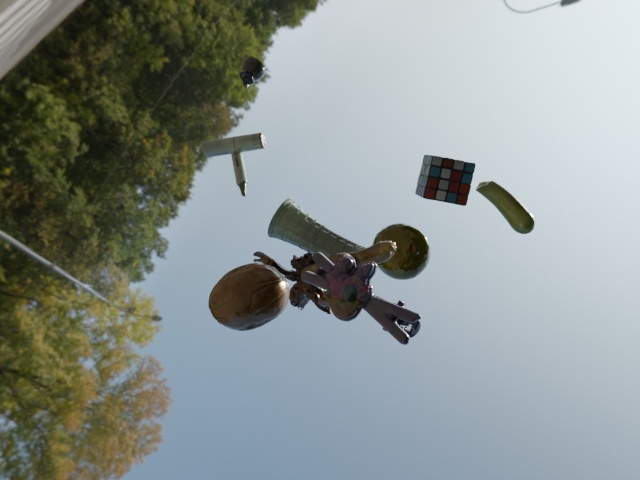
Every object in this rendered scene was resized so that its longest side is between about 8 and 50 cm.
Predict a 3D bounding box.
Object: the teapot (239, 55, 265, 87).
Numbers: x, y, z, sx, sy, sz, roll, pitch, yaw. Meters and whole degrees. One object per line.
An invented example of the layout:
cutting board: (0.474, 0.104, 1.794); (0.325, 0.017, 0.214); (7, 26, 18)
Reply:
teapot: (-0.194, -0.460, 1.292); (0.057, 0.066, 0.088); (-59, -176, -23)

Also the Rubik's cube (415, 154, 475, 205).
Rubik's cube: (0.433, -0.214, 1.634); (0.154, 0.154, 0.151); (-90, -171, -80)

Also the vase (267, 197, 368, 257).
vase: (0.000, 0.000, 1.428); (0.298, 0.143, 0.143); (30, -105, 13)

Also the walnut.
walnut: (-0.180, 0.141, 1.174); (0.207, 0.167, 0.167); (-22, -143, 2)

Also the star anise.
star anise: (-0.086, 0.129, 1.653); (0.238, 0.346, 0.148); (-59, 175, 30)

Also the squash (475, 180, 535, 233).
squash: (0.667, -0.122, 1.668); (0.083, 0.250, 0.083); (-45, 179, -1)

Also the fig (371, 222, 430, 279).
fig: (0.285, 0.036, 1.665); (0.207, 0.207, 0.230); (-43, 179, 5)

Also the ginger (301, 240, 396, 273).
ginger: (0.073, 0.052, 1.094); (0.213, 0.133, 0.059); (-17, -94, 17)

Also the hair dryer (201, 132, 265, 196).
hair dryer: (-0.212, -0.173, 1.117); (0.154, 0.044, 0.183); (-7, -119, 11)

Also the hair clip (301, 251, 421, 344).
hair clip: (0.095, 0.115, 0.959); (0.137, 0.278, 0.090); (-59, 180, 3)
